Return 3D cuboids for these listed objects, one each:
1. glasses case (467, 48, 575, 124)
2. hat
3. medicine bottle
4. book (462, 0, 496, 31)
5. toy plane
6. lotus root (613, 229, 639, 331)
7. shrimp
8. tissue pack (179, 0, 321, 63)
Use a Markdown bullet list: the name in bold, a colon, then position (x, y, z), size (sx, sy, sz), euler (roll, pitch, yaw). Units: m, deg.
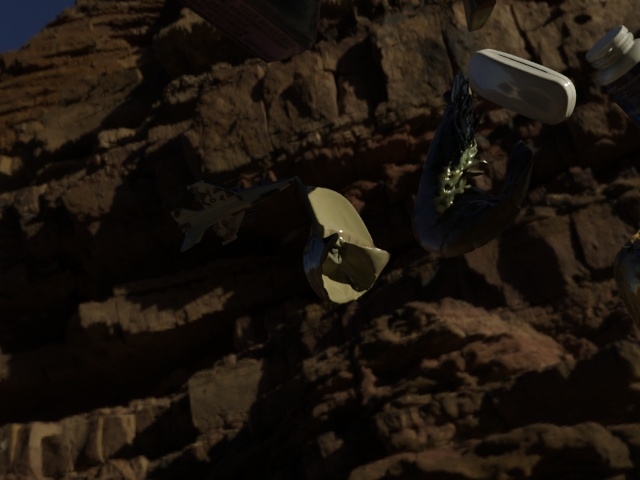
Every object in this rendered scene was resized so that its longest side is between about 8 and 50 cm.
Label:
- **glasses case**: position (0.308, -0.242, 0.981), size (0.049, 0.193, 0.074), euler (-28, -46, -27)
- **hat**: position (0.000, 0.000, 0.982), size (0.166, 0.173, 0.144), euler (15, -70, -50)
- **medicine bottle**: position (0.577, -0.292, 1.141), size (0.191, 0.107, 0.107), euler (43, -55, -8)
- **book**: position (0.207, -0.552, 0.966), size (0.039, 0.300, 0.427), euler (-10, -79, 14)
- **toy plane**: position (-0.157, -0.065, 1.104), size (0.234, 0.082, 0.160), euler (-33, -42, -9)
- **lotus root**: position (0.587, 0.115, 0.989), size (0.183, 0.310, 0.183), euler (-31, 1, 0)
- **shrimp**: position (0.202, -0.114, 0.810), size (0.169, 0.296, 0.058), euler (-10, -33, 44)
- **tissue pack**: position (-0.132, -0.424, 0.803), size (0.122, 0.259, 0.361), euler (-2, -15, 37)
